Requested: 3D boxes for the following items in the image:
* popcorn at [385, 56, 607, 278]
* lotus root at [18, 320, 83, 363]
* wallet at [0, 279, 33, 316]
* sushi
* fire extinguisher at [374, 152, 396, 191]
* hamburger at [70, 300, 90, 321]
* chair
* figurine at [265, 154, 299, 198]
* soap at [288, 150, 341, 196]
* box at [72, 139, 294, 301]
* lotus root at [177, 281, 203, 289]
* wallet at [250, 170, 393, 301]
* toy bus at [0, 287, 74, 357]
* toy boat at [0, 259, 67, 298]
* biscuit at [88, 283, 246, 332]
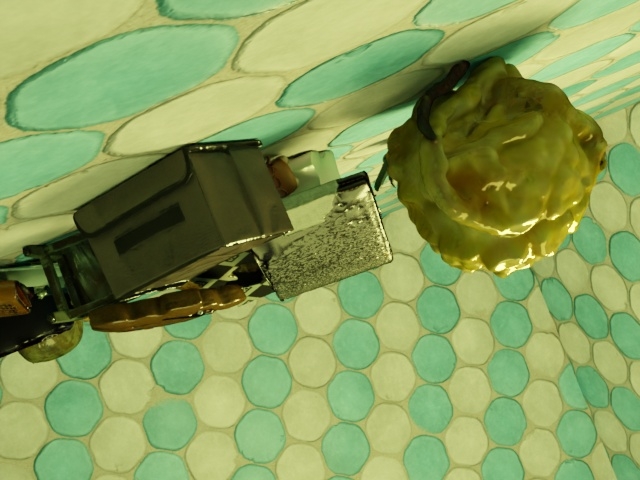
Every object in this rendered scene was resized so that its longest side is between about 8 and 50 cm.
[{"bbox_3d":[0.246,-0.125,1.352,0.348,0.349,0.381,-23,151,26],"label":"popcorn"},{"bbox_3d":[-0.689,0.222,2.174,0.173,0.173,0.309,-21,170,-9],"label":"lotus root"},{"bbox_3d":[-0.589,0.108,1.513,0.160,0.042,0.195,-8,169,-13],"label":"wallet"},{"bbox_3d":[-0.083,0.013,1.543,0.289,0.050,0.264,-23,153,16],"label":"sushi"},{"bbox_3d":[0.241,-0.186,1.835,0.311,0.115,0.095,-18,-140,-32],"label":"fire extinguisher"},{"bbox_3d":[-0.466,0.103,1.864,0.130,0.124,0.262,-21,177,-8],"label":"hamburger"},{"bbox_3d":[-0.374,0.051,1.514,0.147,0.136,0.270,-22,177,9],"label":"chair"},{"bbox_3d":[-0.131,-0.077,1.435,0.195,0.112,0.102,-29,-175,-1],"label":"figurine"},{"bbox_3d":[-0.116,-0.056,1.608,0.346,0.115,0.208,-21,177,-13],"label":"soap"},{"bbox_3d":[-0.196,-0.028,1.272,0.252,0.153,0.188,-25,176,32],"label":"box"},{"bbox_3d":[-0.311,0.058,2.077,0.145,0.129,0.260,-11,174,-5],"label":"lotus root"},{"bbox_3d":[0.000,0.000,1.438,0.220,0.071,0.262,-17,147,4],"label":"wallet"},{"bbox_3d":[-0.664,0.176,1.812,0.302,0.128,0.147,-22,-178,-15],"label":"toy bus"},{"bbox_3d":[-0.508,0.066,1.585,0.220,0.067,0.291,-22,174,32],"label":"toy boat"},{"bbox_3d":[-0.281,0.130,1.532,0.278,0.043,0.301,-9,173,-26],"label":"biscuit"}]
